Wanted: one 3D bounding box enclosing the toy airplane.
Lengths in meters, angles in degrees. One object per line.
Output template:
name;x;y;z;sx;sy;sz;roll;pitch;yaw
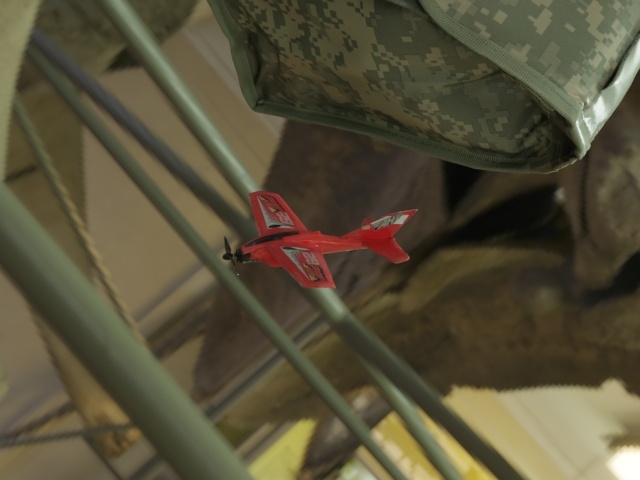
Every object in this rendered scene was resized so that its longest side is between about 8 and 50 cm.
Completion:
toy airplane;0.000;0.000;1.011;0.151;0.151;0.028;38;-41;48

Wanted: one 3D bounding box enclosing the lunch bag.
lunch bag;0.101;-0.183;0.904;0.287;0.235;0.169;17;-32;31
